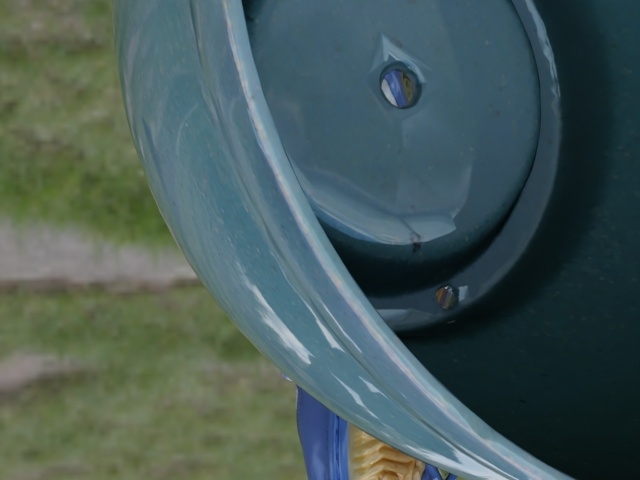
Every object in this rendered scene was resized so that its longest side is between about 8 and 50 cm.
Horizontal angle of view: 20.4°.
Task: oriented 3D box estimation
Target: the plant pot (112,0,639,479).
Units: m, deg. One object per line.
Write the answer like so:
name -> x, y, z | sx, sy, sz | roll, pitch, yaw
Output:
plant pot -> 0.059, -0.060, 0.537 | 0.293, 0.293, 0.196 | 4, 171, -29

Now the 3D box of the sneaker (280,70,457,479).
sneaker -> 0.000, 0.000, 0.863 | 0.131, 0.296, 0.112 | -11, 158, 26
